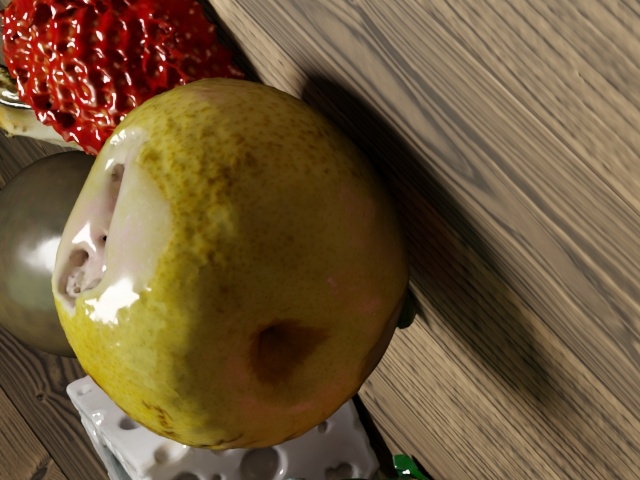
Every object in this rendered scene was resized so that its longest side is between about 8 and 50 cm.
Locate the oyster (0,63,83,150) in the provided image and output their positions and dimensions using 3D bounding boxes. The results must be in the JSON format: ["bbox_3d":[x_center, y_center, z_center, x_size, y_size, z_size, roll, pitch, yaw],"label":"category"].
[{"bbox_3d":[-0.227,-0.113,1.840,0.345,0.079,0.128,23,174,19],"label":"oyster"}]

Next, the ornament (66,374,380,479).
[{"bbox_3d":[-0.095,0.235,2.036,0.239,0.239,0.240,35,151,59],"label":"ornament"}]

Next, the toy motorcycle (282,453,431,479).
[{"bbox_3d":[0.010,0.284,1.858,0.187,0.274,0.125,46,-147,-69],"label":"toy motorcycle"}]

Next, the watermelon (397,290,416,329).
[{"bbox_3d":[0.002,-0.009,1.512,0.092,0.075,0.181,13,-160,-48],"label":"watermelon"}]

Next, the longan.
[{"bbox_3d":[-0.259,0.018,2.180,0.300,0.300,0.243,-170,87,-74],"label":"longan"}]

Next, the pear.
[{"bbox_3d":[-0.069,0.012,1.343,0.271,0.271,0.271,52,168,16],"label":"pear"}]

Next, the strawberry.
[{"bbox_3d":[-0.166,-0.137,1.513,0.286,0.106,0.188,45,135,15],"label":"strawberry"}]
